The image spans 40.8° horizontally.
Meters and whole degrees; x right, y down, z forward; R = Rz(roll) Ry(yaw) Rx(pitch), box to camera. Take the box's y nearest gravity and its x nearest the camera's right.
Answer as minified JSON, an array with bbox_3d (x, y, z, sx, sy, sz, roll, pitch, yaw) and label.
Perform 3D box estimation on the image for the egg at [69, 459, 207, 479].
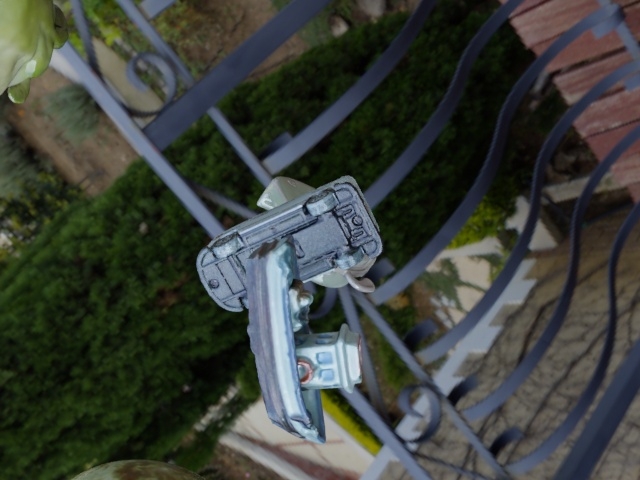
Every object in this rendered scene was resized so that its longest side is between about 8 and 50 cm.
[{"bbox_3d":[-0.247,0.411,1.142,0.238,0.289,0.238,2,93,42],"label":"egg"}]

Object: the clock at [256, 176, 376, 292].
[{"bbox_3d":[0.000,0.000,1.154,0.151,0.062,0.191,24,-153,-31],"label":"clock"}]

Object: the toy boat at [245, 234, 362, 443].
[{"bbox_3d":[-0.007,0.065,0.540,0.066,0.059,0.140,-3,106,10],"label":"toy boat"}]

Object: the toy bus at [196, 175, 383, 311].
[{"bbox_3d":[-0.032,0.001,0.907,0.193,0.089,0.087,-24,107,15],"label":"toy bus"}]

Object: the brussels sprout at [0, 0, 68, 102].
[{"bbox_3d":[-0.406,-0.304,0.830,0.371,0.275,0.315,61,153,27],"label":"brussels sprout"}]
